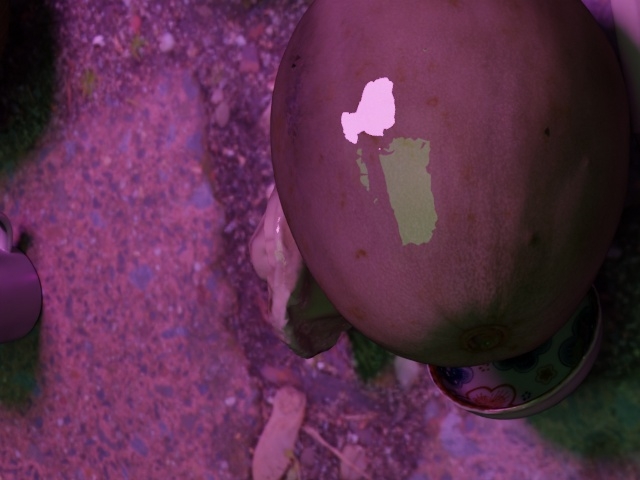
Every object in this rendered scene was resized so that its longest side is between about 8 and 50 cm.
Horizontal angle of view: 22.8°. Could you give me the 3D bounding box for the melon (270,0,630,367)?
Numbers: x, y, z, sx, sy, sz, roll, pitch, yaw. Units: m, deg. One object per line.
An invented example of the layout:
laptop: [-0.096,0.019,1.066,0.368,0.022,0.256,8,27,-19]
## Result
melon: [0.090,-0.065,1.120,0.272,0.272,0.308,7,77,33]

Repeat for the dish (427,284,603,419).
dish: [0.160,0.089,1.213,0.141,0.078,0.141,-19,46,21]

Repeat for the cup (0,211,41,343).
cup: [-0.343,0.040,1.501,0.099,0.133,0.136,-4,95,31]

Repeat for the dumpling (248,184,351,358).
dumpling: [0.000,0.000,1.270,0.118,0.136,0.199,13,94,39]

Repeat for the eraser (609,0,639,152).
eraser: [0.248,-0.198,1.116,0.089,0.061,0.351,-10,91,34]

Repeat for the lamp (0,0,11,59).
lamp: [-0.392,-0.191,1.452,0.250,0.250,0.284,-13,128,34]
